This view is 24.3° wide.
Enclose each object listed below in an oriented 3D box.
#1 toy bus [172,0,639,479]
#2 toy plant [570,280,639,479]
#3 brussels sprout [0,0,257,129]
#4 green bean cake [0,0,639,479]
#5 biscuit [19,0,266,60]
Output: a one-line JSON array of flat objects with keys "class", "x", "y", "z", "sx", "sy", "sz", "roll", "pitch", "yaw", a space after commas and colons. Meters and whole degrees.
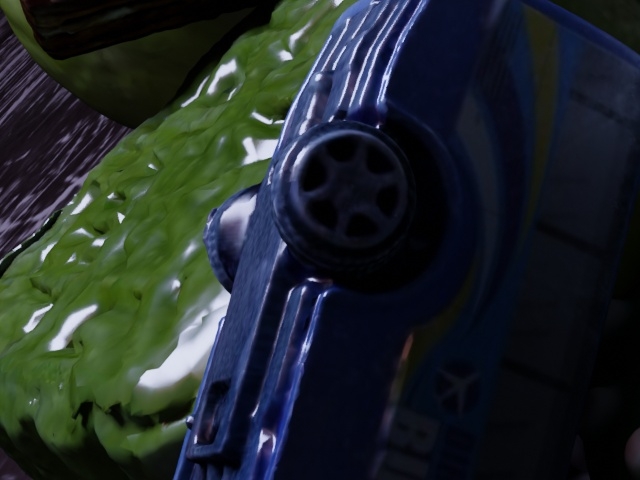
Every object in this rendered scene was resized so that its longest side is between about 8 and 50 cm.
[{"class": "toy bus", "x": 0.010, "y": 0.053, "z": 0.342, "sx": 0.079, "sy": 0.094, "sz": 0.236, "roll": 151, "pitch": 137, "yaw": -70}, {"class": "toy plant", "x": 0.140, "y": -0.015, "z": 0.319, "sx": 0.243, "sy": 0.112, "sz": 0.232, "roll": -58, "pitch": 14, "yaw": -1}, {"class": "brussels sprout", "x": -0.044, "y": -0.182, "z": 0.796, "sx": 0.274, "sy": 0.242, "sz": 0.316, "roll": -25, "pitch": 18, "yaw": 17}, {"class": "green bean cake", "x": 0.000, "y": 0.000, "z": 0.516, "sx": 0.248, "sy": 0.125, "sz": 0.222, "roll": -48, "pitch": 22, "yaw": -21}, {"class": "biscuit", "x": 0.054, "y": -0.177, "z": 0.606, "sx": 0.388, "sy": 0.107, "sz": 0.073, "roll": -16, "pitch": -9, "yaw": -5}]
